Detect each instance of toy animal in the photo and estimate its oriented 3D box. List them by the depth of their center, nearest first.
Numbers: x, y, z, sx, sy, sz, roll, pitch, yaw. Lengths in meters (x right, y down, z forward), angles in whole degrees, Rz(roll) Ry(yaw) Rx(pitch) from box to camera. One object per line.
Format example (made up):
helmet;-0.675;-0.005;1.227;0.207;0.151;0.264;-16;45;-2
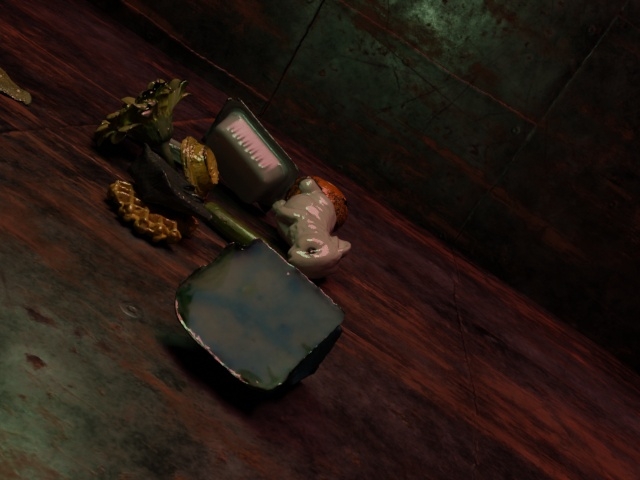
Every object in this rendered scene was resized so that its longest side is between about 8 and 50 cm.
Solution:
toy animal;-0.025;-0.012;2.012;0.258;0.194;0.357;29;27;-34

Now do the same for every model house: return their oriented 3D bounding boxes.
model house;-0.124;0.168;1.282;0.261;0.226;0.241;41;-21;14

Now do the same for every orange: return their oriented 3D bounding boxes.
orange;-0.012;-0.127;2.391;0.234;0.182;0.234;27;4;-2

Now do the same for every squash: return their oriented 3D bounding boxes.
squash;-0.229;-0.024;1.821;0.229;0.066;0.066;37;15;14

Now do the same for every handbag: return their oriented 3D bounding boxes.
handbag;-0.370;-0.136;1.650;0.175;0.088;0.270;30;11;-39

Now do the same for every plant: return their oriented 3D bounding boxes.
plant;-0.484;-0.326;1.886;0.297;0.306;0.261;64;-9;9

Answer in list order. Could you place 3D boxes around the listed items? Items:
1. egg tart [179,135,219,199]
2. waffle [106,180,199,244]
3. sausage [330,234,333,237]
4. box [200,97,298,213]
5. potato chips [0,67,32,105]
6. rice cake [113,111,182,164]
egg tart;-0.349;-0.214;1.964;0.074;0.191;0.191;-9;14;7
waffle;-0.392;-0.066;1.626;0.249;0.056;0.253;42;15;30
sausage;0.001;-0.001;2.264;0.047;0.040;0.177;49;20;19
box;-0.250;-0.252;2.120;0.336;0.264;0.106;50;49;4
potato chips;-0.876;-0.436;1.839;0.209;0.026;0.142;35;12;-4
rice cake;-0.512;-0.309;2.118;0.336;0.063;0.066;31;12;-11
